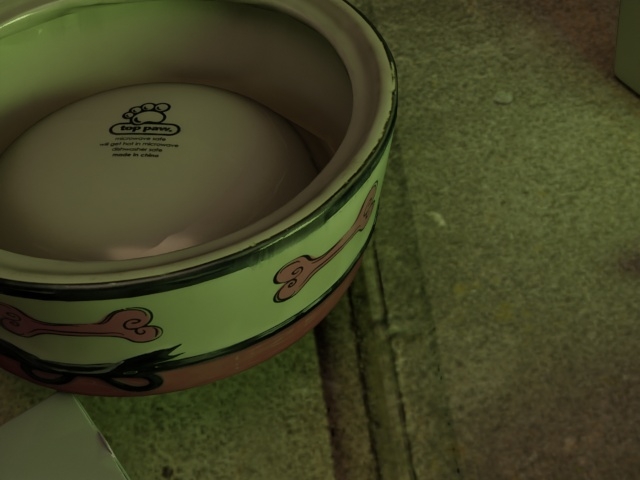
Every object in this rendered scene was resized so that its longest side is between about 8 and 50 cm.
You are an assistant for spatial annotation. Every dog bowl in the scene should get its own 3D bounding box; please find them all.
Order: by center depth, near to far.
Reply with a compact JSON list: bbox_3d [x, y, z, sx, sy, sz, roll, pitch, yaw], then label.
[{"bbox_3d":[-0.138,-0.049,1.204,0.408,0.150,0.408,-4,41,3],"label":"dog bowl"}]

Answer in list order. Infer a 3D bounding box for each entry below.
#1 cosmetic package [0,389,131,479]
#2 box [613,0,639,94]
[{"bbox_3d":[-0.244,0.227,1.133,0.238,0.107,0.127,-28,60,-14],"label":"cosmetic package"},{"bbox_3d":[0.397,-0.235,1.309,0.311,0.148,0.121,-39,63,-17],"label":"box"}]
